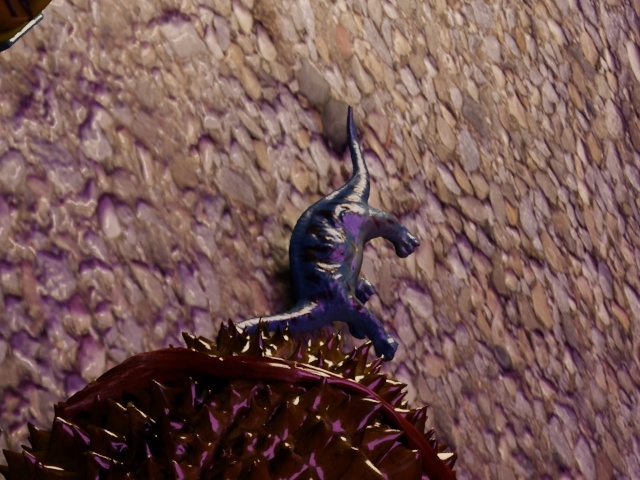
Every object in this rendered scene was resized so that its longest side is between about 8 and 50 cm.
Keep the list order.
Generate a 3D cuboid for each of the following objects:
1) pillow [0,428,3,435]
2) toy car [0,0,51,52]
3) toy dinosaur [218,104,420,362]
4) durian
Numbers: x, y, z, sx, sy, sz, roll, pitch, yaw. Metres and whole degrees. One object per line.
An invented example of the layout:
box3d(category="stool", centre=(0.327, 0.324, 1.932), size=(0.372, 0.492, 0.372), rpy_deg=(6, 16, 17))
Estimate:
box3d(category="pillow", centre=(-0.305, 0.117, 1.288), size=(0.181, 0.078, 0.134), rpy_deg=(47, 37, -21))
box3d(category="toy car", centre=(-0.282, -0.268, 1.530), size=(0.248, 0.142, 0.200), rpy_deg=(53, 33, -17))
box3d(category="toy dinosaur", centre=(0.017, 0.027, 1.797), size=(0.144, 0.076, 0.329), rpy_deg=(43, 48, -16))
box3d(category="durian", centre=(-0.060, 0.228, 1.348), size=(0.347, 0.347, 0.384), rpy_deg=(49, 63, -20))
